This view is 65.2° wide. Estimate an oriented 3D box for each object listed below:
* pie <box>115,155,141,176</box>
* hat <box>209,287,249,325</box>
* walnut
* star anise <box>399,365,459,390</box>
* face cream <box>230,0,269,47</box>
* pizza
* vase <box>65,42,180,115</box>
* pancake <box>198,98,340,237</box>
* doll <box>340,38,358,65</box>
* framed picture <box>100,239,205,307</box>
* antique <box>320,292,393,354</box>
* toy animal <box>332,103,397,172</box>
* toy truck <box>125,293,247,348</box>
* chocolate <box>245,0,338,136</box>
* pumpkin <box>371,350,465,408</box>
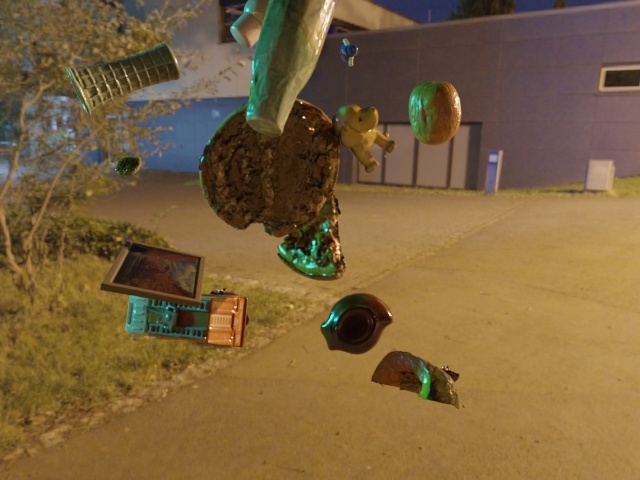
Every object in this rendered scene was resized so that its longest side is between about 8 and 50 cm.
[{"bbox_3d":[-0.595,-0.232,1.548,0.085,0.084,0.020,5,-31,17],"label":"pie"},{"bbox_3d":[-0.367,0.273,2.060,0.205,0.089,0.205,40,21,-19],"label":"hat"},{"bbox_3d":[0.361,-0.401,1.579,0.165,0.197,0.165,-15,14,4],"label":"walnut"},{"bbox_3d":[0.338,0.436,1.557,0.191,0.070,0.097,-5,25,-3],"label":"star anise"},{"bbox_3d":[-0.084,-0.517,1.054,0.082,0.269,0.082,41,-8,7],"label":"face cream"},{"bbox_3d":[0.000,0.000,1.466,0.074,0.287,0.251,4,33,-48],"label":"pizza"},{"bbox_3d":[-0.581,-0.493,1.501,0.299,0.143,0.143,-26,22,-19],"label":"vase"},{"bbox_3d":[-0.126,-0.178,1.287,0.383,0.381,0.071,-4,26,-21],"label":"pancake"},{"bbox_3d":[0.104,-0.681,1.806,0.058,0.098,0.143,-18,17,-6],"label":"doll"},{"bbox_3d":[-0.334,0.064,1.041,0.184,0.016,0.250,14,17,-14],"label":"framed picture"},{"bbox_3d":[0.135,0.315,1.884,0.278,0.223,0.129,-21,-4,8],"label":"antique"},{"bbox_3d":[0.107,-0.271,1.276,0.169,0.121,0.233,45,9,-5],"label":"toy animal"},{"bbox_3d":[-0.436,0.241,1.570,0.388,0.173,0.207,-1,-10,27],"label":"toy truck"},{"bbox_3d":[-0.041,-0.292,0.721,0.110,0.290,0.110,14,-12,3],"label":"chocolate"},{"bbox_3d":[0.294,0.388,1.409,0.163,0.111,0.279,23,-14,-27],"label":"pumpkin"}]
